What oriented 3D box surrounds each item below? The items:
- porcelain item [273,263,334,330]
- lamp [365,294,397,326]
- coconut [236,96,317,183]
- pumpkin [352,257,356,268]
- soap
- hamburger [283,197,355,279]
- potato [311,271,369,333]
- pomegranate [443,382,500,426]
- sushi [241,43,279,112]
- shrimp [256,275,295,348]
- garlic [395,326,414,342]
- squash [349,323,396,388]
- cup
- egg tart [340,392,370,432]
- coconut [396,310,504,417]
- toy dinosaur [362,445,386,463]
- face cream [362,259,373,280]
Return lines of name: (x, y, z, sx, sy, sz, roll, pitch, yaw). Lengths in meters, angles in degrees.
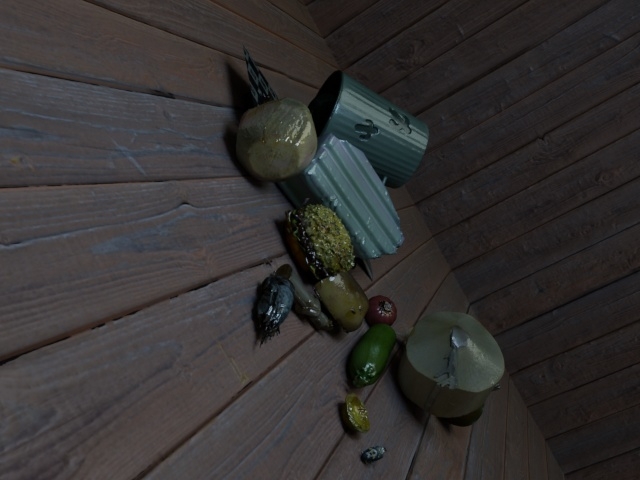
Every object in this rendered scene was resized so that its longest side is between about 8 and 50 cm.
porcelain item: (-0.037, 0.150, 1.534, 0.213, 0.054, 0.084, 53, 19, -34)
lamp: (0.187, 0.223, 1.956, 0.108, 0.092, 0.107, 14, 56, -22)
coconut: (-0.117, -0.272, 1.699, 0.197, 0.237, 0.237, 56, 18, -29)
pumpkin: (0.102, 0.055, 2.086, 0.083, 0.028, 0.050, 65, 17, -1)
soap: (0.081, -0.114, 1.954, 0.446, 0.156, 0.261, 51, 48, -26)
hamburger: (0.000, 0.000, 1.724, 0.243, 0.139, 0.262, 64, 18, 7)
potato: (0.072, 0.164, 1.651, 0.138, 0.098, 0.243, 60, 7, 16)
pomegranate: (0.495, 0.520, 2.125, 0.181, 0.224, 0.181, 45, 18, -20)
sushi: (-0.180, -0.397, 1.976, 0.320, 0.069, 0.339, 52, 18, -49)
shrimp: (-0.104, 0.148, 1.345, 0.233, 0.079, 0.090, -77, 173, -57)
garlic: (0.363, 0.368, 2.137, 0.245, 0.164, 0.145, 44, 60, -42)
squash: (0.141, 0.308, 1.707, 0.101, 0.101, 0.379, 60, 20, -3)
cup: (0.122, -0.333, 2.187, 0.392, 0.400, 0.310, 23, 16, -18)
egg tart: (0.079, 0.412, 1.479, 0.105, 0.039, 0.105, 50, 21, -27)
coconut: (0.390, 0.369, 1.892, 0.323, 0.323, 0.323, 51, 21, -28)
toy dinosaur: (0.127, 0.498, 1.466, 0.083, 0.047, 0.030, 25, 38, -58)
face cream: (0.140, 0.032, 2.183, 0.114, 0.070, 0.224, -95, 158, -51)
